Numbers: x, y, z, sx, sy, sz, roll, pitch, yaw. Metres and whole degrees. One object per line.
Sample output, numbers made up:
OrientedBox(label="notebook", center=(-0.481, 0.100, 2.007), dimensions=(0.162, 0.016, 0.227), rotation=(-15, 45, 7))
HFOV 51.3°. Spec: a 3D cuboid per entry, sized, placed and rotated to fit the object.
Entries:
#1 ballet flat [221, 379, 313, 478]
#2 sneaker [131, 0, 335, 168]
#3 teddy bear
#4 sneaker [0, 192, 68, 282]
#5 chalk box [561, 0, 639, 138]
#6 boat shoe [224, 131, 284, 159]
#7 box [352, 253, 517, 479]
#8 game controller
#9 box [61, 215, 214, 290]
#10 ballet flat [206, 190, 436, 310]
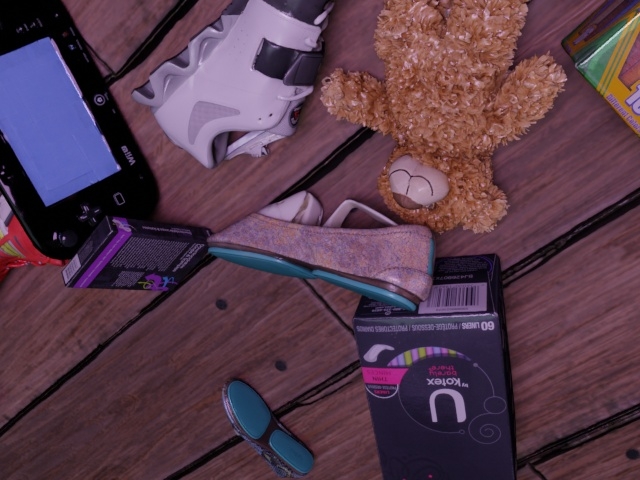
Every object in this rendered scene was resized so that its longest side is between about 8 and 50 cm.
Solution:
OrientedBox(label="ballet flat", center=(-0.092, 0.287, 0.993), dimensions=(0.070, 0.070, 0.188), rotation=(-35, 99, 27))
OrientedBox(label="sneaker", center=(-0.043, -0.196, 0.707), dimensions=(0.330, 0.122, 0.146), rotation=(-32, 102, 32))
OrientedBox(label="teddy bear", center=(0.123, -0.160, 0.686), dimensions=(0.245, 0.113, 0.338), rotation=(24, 119, 5))
OrientedBox(label="sneaker", center=(-0.406, 0.006, 0.916), dimensions=(0.118, 0.107, 0.279), rotation=(40, 119, -12))
OrientedBox(label="chalk box", center=(0.346, -0.198, 0.592), dimensions=(0.132, 0.132, 0.213), rotation=(42, 119, -8))
OrientedBox(label="boat shoe", center=(-0.076, -0.116, 0.804), dimensions=(0.100, 0.035, 0.035), rotation=(-27, 103, 18))
OrientedBox(label="box", center=(0.149, 0.170, 0.821), dimensions=(0.165, 0.143, 0.271), rotation=(-5, 115, 18))
OrientedBox(label="game controller", center=(-0.329, -0.140, 0.800), dimensions=(0.166, 0.067, 0.319), rotation=(-29, 108, -16))
OrientedBox(label="box", center=(-0.228, 0.021, 0.852), dimensions=(0.116, 0.162, 0.029), rotation=(-43, 59, 28))
OrientedBox(label="ballet flat", center=(0.000, 0.000, 0.791), dimensions=(0.315, 0.107, 0.106), rotation=(12, 78, 34))
